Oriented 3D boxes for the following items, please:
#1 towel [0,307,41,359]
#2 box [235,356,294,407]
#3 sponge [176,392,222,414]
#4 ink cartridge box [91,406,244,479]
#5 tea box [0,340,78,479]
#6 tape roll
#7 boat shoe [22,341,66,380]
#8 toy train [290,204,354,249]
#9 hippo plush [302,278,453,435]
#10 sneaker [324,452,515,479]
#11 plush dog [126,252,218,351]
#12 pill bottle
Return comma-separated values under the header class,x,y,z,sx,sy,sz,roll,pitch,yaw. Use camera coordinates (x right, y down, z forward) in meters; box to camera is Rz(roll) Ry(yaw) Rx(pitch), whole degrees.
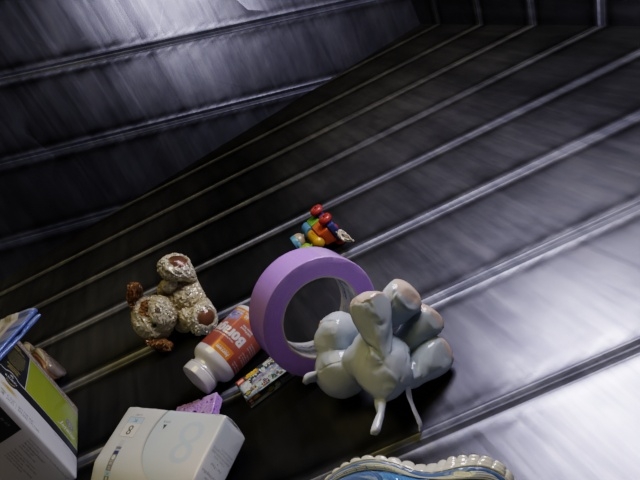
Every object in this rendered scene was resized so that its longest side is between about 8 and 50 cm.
class,x,y,z,sx,sy,sz,roll,pitch,yaw
towel,-0.852,0.264,1.615,0.285,0.034,0.209,-16,28,24
box,-0.127,0.323,1.530,0.137,0.027,0.094,-36,25,-12
sponge,-0.296,0.445,1.474,0.117,0.031,0.210,-23,27,16
ink cartridge box,-0.364,0.521,1.297,0.308,0.091,0.385,-6,39,35
tea box,-0.795,0.451,1.629,0.220,0.329,0.323,-32,24,-6
tape roll,-0.015,0.156,1.434,0.275,0.275,0.090,-36,26,-13
boat shoe,-0.912,0.414,2.077,0.324,0.123,0.116,-2,43,54
toy train,0.000,0.000,1.915,0.143,0.105,0.248,-41,26,0
hippo plush,0.109,0.240,1.309,0.236,0.234,0.294,-26,63,50
sneaker,0.128,0.417,0.987,0.330,0.130,0.147,-16,26,26
plush dog,-0.446,0.199,1.906,0.225,0.262,0.210,-27,-9,-16
pill bottle,-0.234,0.273,1.623,0.121,0.121,0.216,5,42,50
